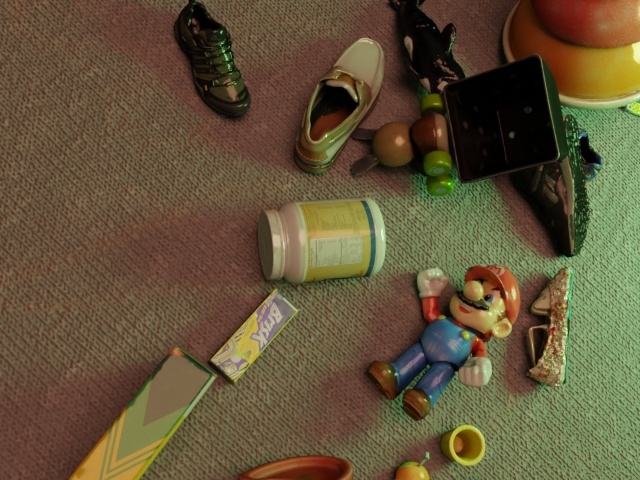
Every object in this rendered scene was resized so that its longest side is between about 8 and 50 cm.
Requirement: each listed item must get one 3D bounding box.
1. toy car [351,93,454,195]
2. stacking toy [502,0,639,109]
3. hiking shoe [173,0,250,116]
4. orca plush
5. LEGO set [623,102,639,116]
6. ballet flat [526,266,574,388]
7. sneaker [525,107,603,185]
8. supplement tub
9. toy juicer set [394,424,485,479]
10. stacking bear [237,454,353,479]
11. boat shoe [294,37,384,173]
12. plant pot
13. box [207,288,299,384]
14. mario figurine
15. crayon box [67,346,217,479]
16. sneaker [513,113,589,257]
[{"bbox_3d":[0.153,-0.174,1.408,0.188,0.149,0.155,-5,64,10],"label":"toy car"},{"bbox_3d":[0.532,-0.502,1.354,0.351,0.480,0.350,-3,64,6],"label":"stacking toy"},{"bbox_3d":[-0.197,-0.332,1.339,0.086,0.114,0.227,-30,86,-19],"label":"hiking shoe"},{"bbox_3d":[0.239,-0.395,1.460,0.151,0.102,0.287,16,52,-35],"label":"orca plush"},{"bbox_3d":[0.761,-0.321,1.587,0.287,0.132,0.107,13,77,12],"label":"LEGO set"},{"bbox_3d":[0.438,0.159,1.409,0.077,0.091,0.241,7,69,10],"label":"ballet flat"},{"bbox_3d":[0.503,-0.215,1.514,0.083,0.087,0.221,-41,89,-21],"label":"sneaker"},{"bbox_3d":[0.000,0.000,1.294,0.200,0.144,0.144,-5,78,-16],"label":"supplement tub"},{"bbox_3d":[0.247,0.503,1.263,0.209,0.089,0.329,-24,84,-19],"label":"toy juicer set"},{"bbox_3d":[-0.016,0.502,1.160,0.175,0.164,0.289,-4,88,26],"label":"stacking bear"},{"bbox_3d":[0.046,-0.270,1.389,0.113,0.103,0.302,22,70,4],"label":"boat shoe"},{"bbox_3d":[0.358,-0.211,1.359,0.167,0.188,0.187,-1,81,-54],"label":"plant pot"},{"bbox_3d":[-0.115,0.164,1.269,0.059,0.054,0.169,43,69,-2],"label":"box"},{"bbox_3d":[0.228,0.151,1.307,0.198,0.170,0.320,46,71,1],"label":"mario figurine"},{"bbox_3d":[-0.292,0.315,1.105,0.081,0.202,0.318,38,69,-3],"label":"crayon box"},{"bbox_3d":[0.459,-0.106,1.481,0.107,0.124,0.283,-22,105,-53],"label":"sneaker"}]
